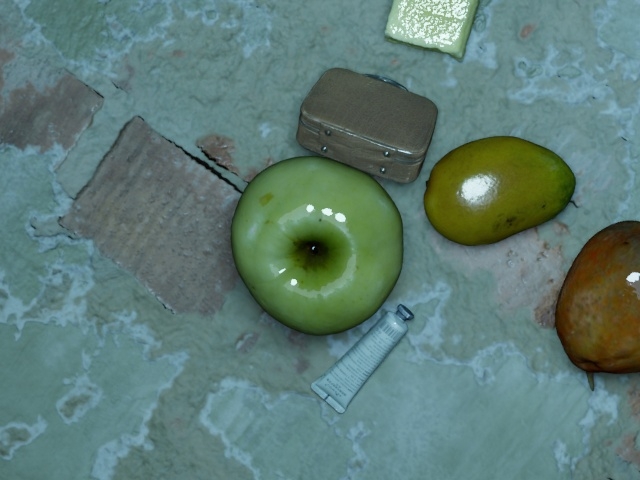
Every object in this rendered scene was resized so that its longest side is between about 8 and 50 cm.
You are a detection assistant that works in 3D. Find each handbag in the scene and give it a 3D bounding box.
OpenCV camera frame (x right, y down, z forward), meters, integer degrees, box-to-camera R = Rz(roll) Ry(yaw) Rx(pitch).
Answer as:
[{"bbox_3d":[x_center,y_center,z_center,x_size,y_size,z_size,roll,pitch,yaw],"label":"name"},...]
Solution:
[{"bbox_3d":[0.074,-0.174,1.870,0.193,0.151,0.072,21,137,10],"label":"handbag"}]

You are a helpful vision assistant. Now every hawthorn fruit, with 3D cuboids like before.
[{"bbox_3d":[0.434,0.104,1.811,0.210,0.210,0.262,33,110,5],"label":"hawthorn fruit"}]

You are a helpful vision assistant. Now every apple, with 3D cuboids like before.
[{"bbox_3d":[0.000,0.000,1.835,0.262,0.262,0.262,1,94,9],"label":"apple"}]

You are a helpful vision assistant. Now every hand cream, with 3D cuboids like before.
[{"bbox_3d":[0.070,0.176,1.947,0.067,0.042,0.194,40,104,-4],"label":"hand cream"}]

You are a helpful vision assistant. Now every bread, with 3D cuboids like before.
[{"bbox_3d":[0.174,-0.371,1.873,0.126,0.068,0.188,16,97,7],"label":"bread"}]

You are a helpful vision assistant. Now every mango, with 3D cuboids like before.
[{"bbox_3d":[0.257,-0.078,1.859,0.221,0.120,0.151,-22,94,3],"label":"mango"}]
